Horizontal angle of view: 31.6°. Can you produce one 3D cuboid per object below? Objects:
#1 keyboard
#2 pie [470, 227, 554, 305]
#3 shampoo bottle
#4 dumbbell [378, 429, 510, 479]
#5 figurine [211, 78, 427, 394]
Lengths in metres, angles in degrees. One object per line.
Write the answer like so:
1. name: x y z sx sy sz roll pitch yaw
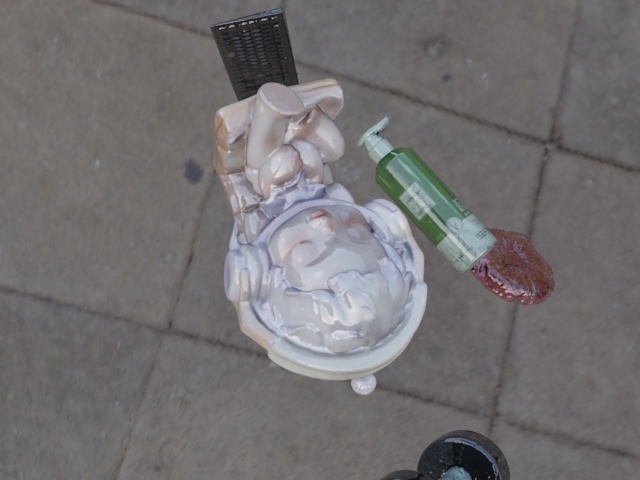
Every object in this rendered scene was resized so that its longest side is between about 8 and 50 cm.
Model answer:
1. keyboard: -0.053 -0.159 0.998 0.064 0.198 0.010 -13 79 0
2. pie: 0.284 0.036 1.687 0.153 0.038 0.153 18 39 -15
3. shampoo bottle: 0.122 -0.055 1.341 0.065 0.065 0.204 -37 80 -25
4. dumbbell: 0.118 0.261 1.144 0.100 0.100 0.191 55 27 11
5. figurine: -0.001 0.002 0.876 0.162 0.141 0.236 -12 72 -21
